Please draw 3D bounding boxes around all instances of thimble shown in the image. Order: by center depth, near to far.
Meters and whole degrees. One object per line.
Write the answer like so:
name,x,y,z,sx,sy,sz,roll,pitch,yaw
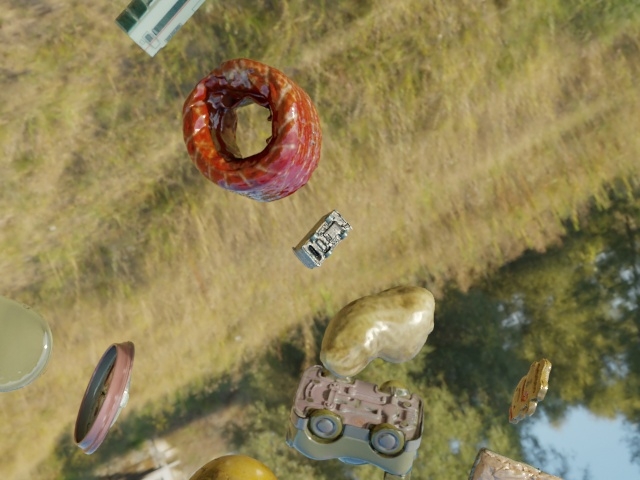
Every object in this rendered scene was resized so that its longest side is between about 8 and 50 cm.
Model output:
thimble,-0.169,-0.281,2.023,0.350,0.350,0.231,-28,168,18

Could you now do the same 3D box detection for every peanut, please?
peanut,0.104,0.163,1.421,0.253,0.137,0.122,-16,154,-24

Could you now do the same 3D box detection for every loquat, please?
loquat,-0.182,0.560,1.626,0.235,0.235,0.235,-24,171,-4

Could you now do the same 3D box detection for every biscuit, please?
biscuit,0.569,0.415,2.168,0.225,0.036,0.166,109,2,-57

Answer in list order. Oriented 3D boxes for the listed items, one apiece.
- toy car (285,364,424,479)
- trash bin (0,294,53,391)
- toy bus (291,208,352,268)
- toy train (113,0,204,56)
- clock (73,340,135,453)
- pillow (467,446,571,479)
toy car,0.088,0.492,2.049,0.336,0.226,0.242,11,-155,5
trash bin,-0.501,0.133,1.131,0.243,0.121,0.247,23,165,-10
toy bus,0.000,0.000,2.399,0.182,0.091,0.103,-49,-166,-30
toy train,-0.229,-0.539,1.511,0.407,0.086,0.088,-47,145,2
clock,-0.446,0.326,1.651,0.056,0.244,0.244,24,146,-23
pillow,0.381,0.476,1.454,0.043,0.233,0.126,-73,-177,-77
